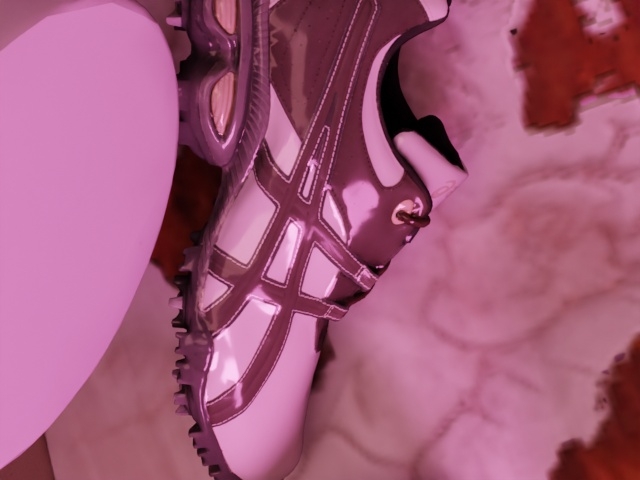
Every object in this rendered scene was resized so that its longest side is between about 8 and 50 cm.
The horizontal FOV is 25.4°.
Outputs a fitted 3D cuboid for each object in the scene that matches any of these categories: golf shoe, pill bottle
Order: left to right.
[{"bbox_3d":[-0.219,-0.058,0.416,0.334,0.188,0.188,23,107,17],"label":"pill bottle"},{"bbox_3d":[0.000,0.000,0.464,0.094,0.077,0.198,3,115,4],"label":"golf shoe"}]

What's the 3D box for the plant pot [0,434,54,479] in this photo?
[{"bbox_3d":[-0.171,0.117,0.543,0.109,0.096,0.109,-9,96,23],"label":"plant pot"}]
